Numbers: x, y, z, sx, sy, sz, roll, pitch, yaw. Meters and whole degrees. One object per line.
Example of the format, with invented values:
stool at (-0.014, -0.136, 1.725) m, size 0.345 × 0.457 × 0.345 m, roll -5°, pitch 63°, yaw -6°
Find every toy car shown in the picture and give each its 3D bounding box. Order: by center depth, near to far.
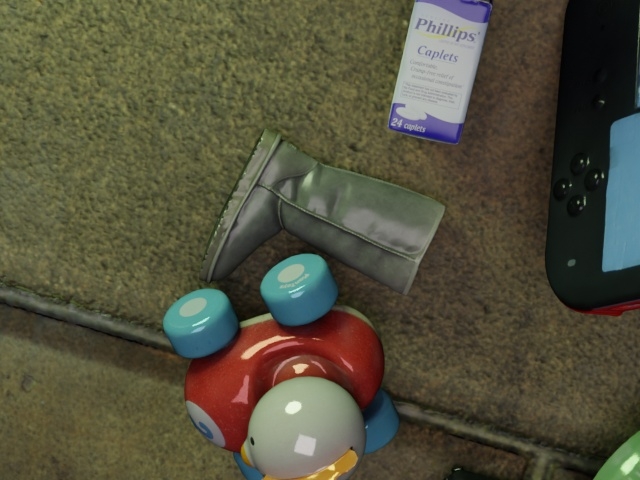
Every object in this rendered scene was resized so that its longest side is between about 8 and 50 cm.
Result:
toy car at (-0.035, 0.177, 1.332) m, size 0.210 × 0.238 × 0.219 m, roll -19°, pitch 119°, yaw 10°

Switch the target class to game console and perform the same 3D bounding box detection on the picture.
game console at (0.339, -0.121, 1.154) m, size 0.060 × 0.386 × 0.342 m, roll 14°, pitch 72°, yaw -32°

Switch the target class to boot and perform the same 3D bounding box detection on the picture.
boot at (0.000, 0.002, 1.408) m, size 0.208 × 0.076 × 0.190 m, roll 27°, pitch 107°, yaw -8°

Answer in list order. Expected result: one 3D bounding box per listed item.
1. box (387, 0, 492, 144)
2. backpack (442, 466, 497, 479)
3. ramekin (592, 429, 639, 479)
box at (0.117, -0.173, 1.319) m, size 0.072 × 0.126 × 0.137 m, roll 13°, pitch 105°, yaw 4°
backpack at (0.182, 0.347, 1.443) m, size 0.158 × 0.117 × 0.173 m, roll 16°, pitch 105°, yaw 1°
ramekin at (0.411, 0.324, 1.347) m, size 0.303 × 0.148 × 0.303 m, roll -4°, pitch 105°, yaw -16°
